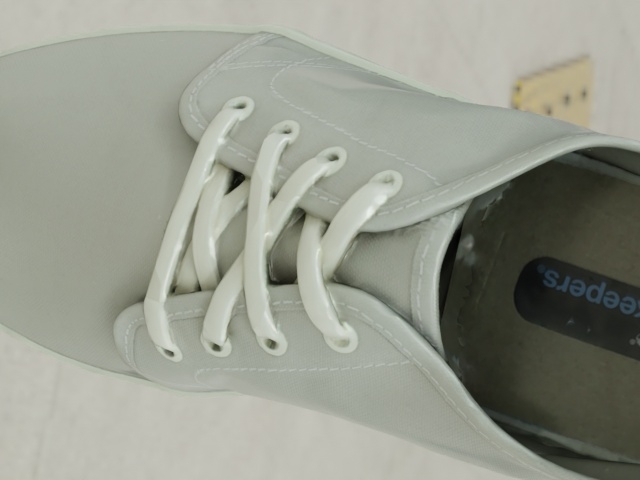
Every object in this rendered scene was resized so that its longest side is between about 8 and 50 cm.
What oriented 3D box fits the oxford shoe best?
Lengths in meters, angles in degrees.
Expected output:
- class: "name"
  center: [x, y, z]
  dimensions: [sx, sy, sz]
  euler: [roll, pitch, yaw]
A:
- class: "oxford shoe"
  center: [0.000, 0.000, 0.709]
  dimensions: [0.130, 0.449, 0.169]
  euler: [6, 98, -66]
